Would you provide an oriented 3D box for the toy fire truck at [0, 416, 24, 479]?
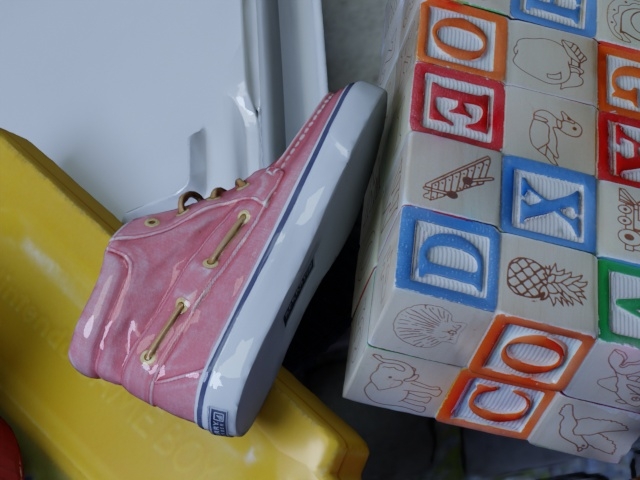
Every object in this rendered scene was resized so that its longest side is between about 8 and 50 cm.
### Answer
[{"bbox_3d":[-0.287,0.114,0.745,0.254,0.169,0.302,32,93,48],"label":"toy fire truck"}]

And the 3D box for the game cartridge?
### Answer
[{"bbox_3d":[-0.155,0.150,0.772,0.285,0.052,0.324,39,100,29],"label":"game cartridge"}]

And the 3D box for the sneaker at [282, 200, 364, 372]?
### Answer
[{"bbox_3d":[0.000,0.000,0.886,0.209,0.069,0.082,-43,17,4],"label":"sneaker"}]

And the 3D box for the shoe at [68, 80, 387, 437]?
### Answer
[{"bbox_3d":[-0.037,-0.006,0.711,0.081,0.063,0.178,19,62,13],"label":"shoe"}]

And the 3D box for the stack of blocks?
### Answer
[{"bbox_3d":[0.115,-0.050,0.780,0.171,0.087,0.297,14,50,-6],"label":"stack of blocks"}]

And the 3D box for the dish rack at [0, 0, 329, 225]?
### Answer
[{"bbox_3d":[-0.154,-0.052,0.914,0.332,0.072,0.286,-20,53,23],"label":"dish rack"}]

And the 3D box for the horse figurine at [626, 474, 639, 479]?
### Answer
[{"bbox_3d":[0.225,0.031,0.737,0.066,0.174,0.263,38,68,12],"label":"horse figurine"}]
